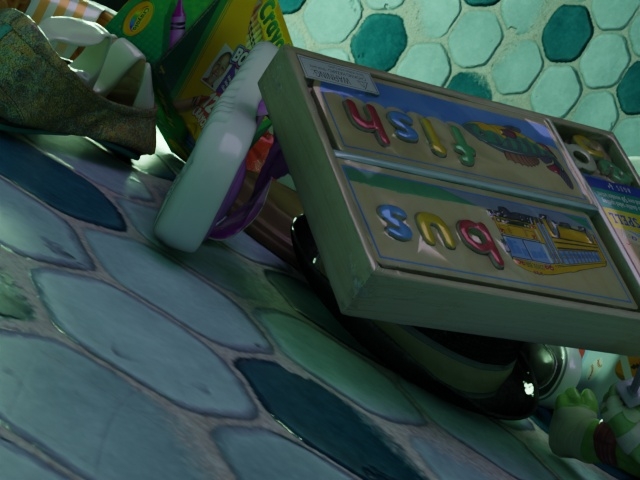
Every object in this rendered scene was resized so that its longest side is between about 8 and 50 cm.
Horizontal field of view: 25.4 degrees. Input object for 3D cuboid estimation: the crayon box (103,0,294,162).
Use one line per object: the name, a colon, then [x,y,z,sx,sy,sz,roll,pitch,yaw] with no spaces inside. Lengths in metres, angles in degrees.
crayon box: [-0.117,-0.197,1.542,0.081,0.165,0.278,36,-13,22]

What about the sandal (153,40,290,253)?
sandal: [-0.070,-0.069,1.322,0.102,0.169,0.416,29,21,-5]

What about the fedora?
fedora: [0.131,0.026,1.385,0.334,0.152,0.334,35,17,-12]

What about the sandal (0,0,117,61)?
sandal: [-0.337,-0.245,1.576,0.265,0.102,0.076,24,10,-3]

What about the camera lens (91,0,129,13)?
camera lens: [-0.308,-0.373,1.968,0.219,0.219,0.274,31,8,-13]

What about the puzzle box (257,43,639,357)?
puzzle box: [0.157,-0.026,1.263,0.409,0.052,0.272,10,43,-33]

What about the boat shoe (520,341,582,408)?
boat shoe: [0.213,0.118,1.574,0.076,0.080,0.228,24,9,-17]

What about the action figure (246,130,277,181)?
action figure: [-0.142,-0.168,1.741,0.280,0.091,0.139,57,-18,-19]

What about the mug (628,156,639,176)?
mug: [0.417,0.044,2.021,0.374,0.276,0.328,-9,-31,20]

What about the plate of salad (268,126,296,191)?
plate of salad: [-0.060,-0.132,1.846,0.200,0.048,0.200,45,-19,20]

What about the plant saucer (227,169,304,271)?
plant saucer: [0.000,0.000,1.586,0.278,0.041,0.278,33,9,-6]

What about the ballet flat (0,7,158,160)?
ballet flat: [-0.222,-0.148,1.341,0.123,0.123,0.348,35,8,16]

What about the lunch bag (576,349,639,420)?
lunch bag: [0.489,0.145,1.598,0.385,0.328,0.239,30,7,-10]

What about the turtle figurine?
turtle figurine: [0.337,0.157,1.265,0.266,0.198,0.275,10,-60,66]
